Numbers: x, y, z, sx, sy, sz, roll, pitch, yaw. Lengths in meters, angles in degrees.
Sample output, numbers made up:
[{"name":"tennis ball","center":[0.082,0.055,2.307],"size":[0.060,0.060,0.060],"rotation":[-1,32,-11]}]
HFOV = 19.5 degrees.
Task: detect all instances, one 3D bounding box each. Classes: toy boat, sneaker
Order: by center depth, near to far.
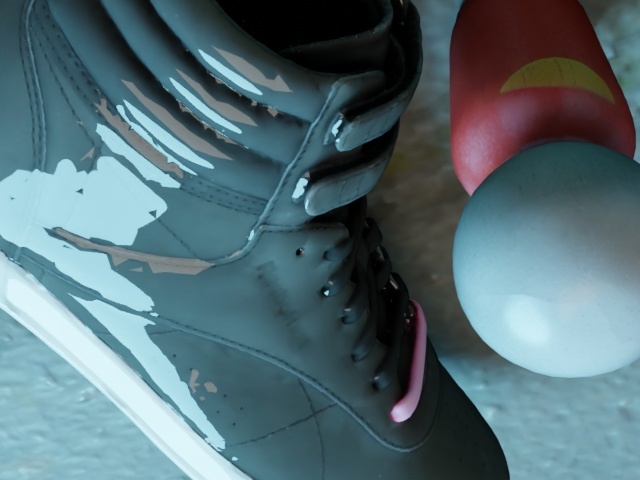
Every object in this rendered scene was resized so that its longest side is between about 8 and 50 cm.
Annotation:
[{"name":"toy boat","center":[0.161,-0.089,0.506],"size":[0.318,0.148,0.267],"rotation":[-37,124,26]},{"name":"sneaker","center":[0.000,0.000,0.603],"size":[0.147,0.104,0.296],"rotation":[-33,122,30]}]
